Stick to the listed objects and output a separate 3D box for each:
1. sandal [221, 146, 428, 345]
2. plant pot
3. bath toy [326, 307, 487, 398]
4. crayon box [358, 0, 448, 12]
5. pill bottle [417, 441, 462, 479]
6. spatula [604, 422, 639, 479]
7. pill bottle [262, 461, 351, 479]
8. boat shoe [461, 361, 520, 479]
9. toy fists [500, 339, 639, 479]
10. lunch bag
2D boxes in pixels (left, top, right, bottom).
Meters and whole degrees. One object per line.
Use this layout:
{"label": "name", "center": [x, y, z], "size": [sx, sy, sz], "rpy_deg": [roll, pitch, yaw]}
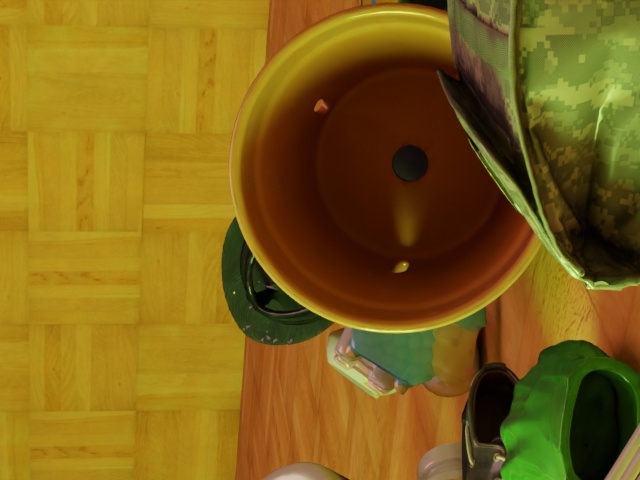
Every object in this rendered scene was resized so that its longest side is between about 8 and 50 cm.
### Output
{"label": "sandal", "center": [-0.001, -0.003, 1.861], "size": [0.167, 0.107, 0.446], "rpy_deg": [54, 138, 2]}
{"label": "plant pot", "center": [0.077, -0.069, 1.607], "size": [0.203, 0.291, 0.290], "rpy_deg": [-23, -66, -81]}
{"label": "bath toy", "center": [0.095, 0.110, 1.891], "size": [0.129, 0.151, 0.348], "rpy_deg": [-54, 1, -7]}
{"label": "crayon box", "center": [0.103, -0.327, 1.975], "size": [0.318, 0.081, 0.202], "rpy_deg": [120, 149, -72]}
{"label": "pill bottle", "center": [0.133, 0.278, 1.602], "size": [0.184, 0.103, 0.103], "rpy_deg": [-92, 8, -50]}
{"label": "spatula", "center": [0.203, 0.103, 1.029], "size": [0.242, 0.019, 0.168], "rpy_deg": [-56, -4, -6]}
{"label": "pill bottle", "center": [0.047, 0.330, 1.694], "size": [0.153, 0.265, 0.153], "rpy_deg": [-26, 47, 32]}
{"label": "boat shoe", "center": [0.166, 0.211, 1.547], "size": [0.233, 0.084, 0.079], "rpy_deg": [-95, 9, -48]}
{"label": "toy fists", "center": [0.195, 0.217, 1.341], "size": [0.142, 0.096, 0.279], "rpy_deg": [169, 103, -71]}
{"label": "lunch bag", "center": [0.175, -0.127, 1.234], "size": [0.235, 0.169, 0.287], "rpy_deg": [-103, 11, -69]}
